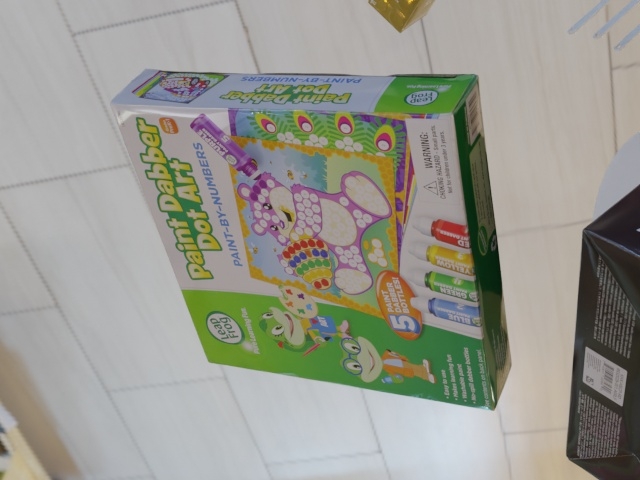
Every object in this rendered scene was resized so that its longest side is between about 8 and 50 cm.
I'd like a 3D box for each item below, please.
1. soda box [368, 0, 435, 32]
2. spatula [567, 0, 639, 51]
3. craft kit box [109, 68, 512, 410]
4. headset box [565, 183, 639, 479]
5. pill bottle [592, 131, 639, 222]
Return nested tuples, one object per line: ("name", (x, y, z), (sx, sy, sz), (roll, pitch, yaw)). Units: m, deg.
("soda box", (0.125, -0.333, 1.108), (0.061, 0.058, 0.181), (46, 150, 7))
("spatula", (0.603, -0.456, 1.768), (0.242, 0.168, 0.019), (-42, 133, -7))
("craft kit box", (0.000, 0.000, 0.657), (0.246, 0.061, 0.250), (7, 130, 29))
("headset box", (0.301, 0.023, 0.624), (0.110, 0.293, 0.218), (32, 144, 39))
("pill bottle", (0.539, -0.001, 1.089), (0.392, 0.224, 0.224), (11, 129, -13))
